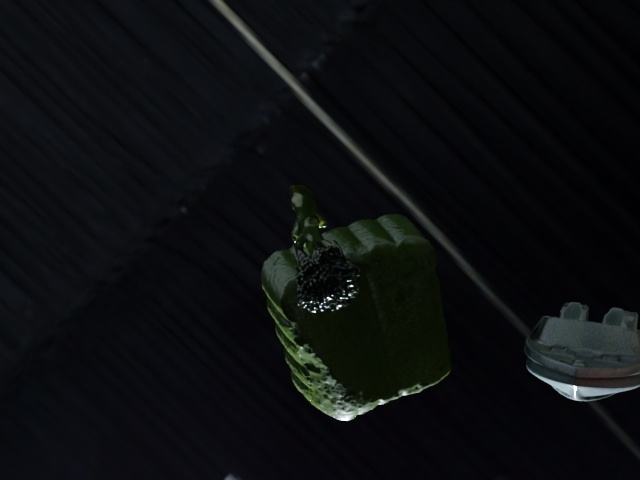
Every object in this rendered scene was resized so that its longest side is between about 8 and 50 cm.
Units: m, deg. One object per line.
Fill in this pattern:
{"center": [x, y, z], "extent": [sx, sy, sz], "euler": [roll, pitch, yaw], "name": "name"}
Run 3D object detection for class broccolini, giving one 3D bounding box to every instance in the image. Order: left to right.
{"center": [0.001, -0.002, 1.132], "extent": [0.058, 0.067, 0.216], "euler": [-4, -156, -2], "name": "broccolini"}

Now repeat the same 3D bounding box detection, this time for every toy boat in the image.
{"center": [0.306, 0.125, 1.364], "extent": [0.319, 0.141, 0.092], "euler": [-17, 113, -72], "name": "toy boat"}

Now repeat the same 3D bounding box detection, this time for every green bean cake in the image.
{"center": [0.053, 0.105, 1.595], "extent": [0.222, 0.248, 0.125], "euler": [-19, -154, -11], "name": "green bean cake"}
